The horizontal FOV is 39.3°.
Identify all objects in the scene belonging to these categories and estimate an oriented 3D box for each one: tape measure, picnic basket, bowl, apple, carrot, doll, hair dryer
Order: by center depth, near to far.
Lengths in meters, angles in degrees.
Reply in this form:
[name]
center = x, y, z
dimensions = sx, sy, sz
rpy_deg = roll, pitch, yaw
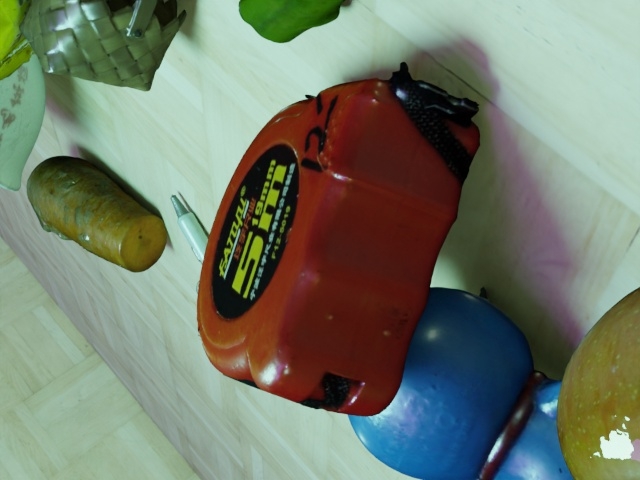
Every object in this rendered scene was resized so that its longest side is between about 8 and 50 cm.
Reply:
[apple]
center = 0.229, 0.111, 0.490
dimensions = 0.201, 0.162, 0.201
rpy_deg = 43, 153, 29
[tape measure]
center = 0.000, 0.001, 0.707
dimensions = 0.114, 0.253, 0.260
rpy_deg = 20, 176, -24
[doll]
center = 0.146, 0.135, 0.726
dimensions = 0.257, 0.161, 0.215
rpy_deg = 30, 137, 14
[picnic basket]
center = -0.199, -0.246, 0.880
dimensions = 0.128, 0.138, 0.178
rpy_deg = 45, 118, 35
[hair dryer]
center = -0.159, 0.012, 1.250
dimensions = 0.155, 0.044, 0.183
rpy_deg = 3, 121, 59
[bowl]
center = -0.529, -0.288, 1.287
dimensions = 0.435, 0.196, 0.435
rpy_deg = 45, 177, 3
[carrot]
center = -0.376, -0.053, 1.470
dimensions = 0.302, 0.139, 0.138
rpy_deg = 23, 142, 39

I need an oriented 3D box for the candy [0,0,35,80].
[candy]
center = -0.292, -0.291, 0.921
dimensions = 0.081, 0.187, 0.297
rpy_deg = 35, 156, 7

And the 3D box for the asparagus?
[asparagus]
center = 0.005, -0.196, 0.632
dimensions = 0.067, 0.060, 0.278
rpy_deg = 47, 159, -9
